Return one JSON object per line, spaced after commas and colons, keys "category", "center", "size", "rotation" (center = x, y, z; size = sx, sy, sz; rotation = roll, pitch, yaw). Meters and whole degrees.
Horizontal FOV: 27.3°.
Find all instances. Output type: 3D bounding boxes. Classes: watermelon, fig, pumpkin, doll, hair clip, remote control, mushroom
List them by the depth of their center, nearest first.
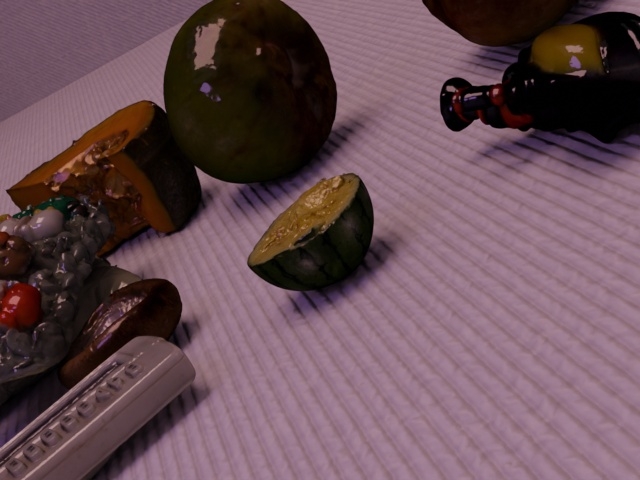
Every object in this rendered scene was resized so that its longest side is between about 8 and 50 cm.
{"category": "remote control", "center": [-0.187, 0.154, 0.919], "size": [0.230, 0.049, 0.090], "rotation": [-41, 17, -20]}
{"category": "doll", "center": [0.172, -0.113, 0.923], "size": [0.127, 0.088, 0.249], "rotation": [-38, 13, -12]}
{"category": "watermelon", "center": [0.000, 0.000, 0.973], "size": [0.105, 0.062, 0.105], "rotation": [-38, 18, 14]}
{"category": "mushroom", "center": [-0.163, 0.080, 1.078], "size": [0.123, 0.052, 0.123], "rotation": [-38, 13, 11]}
{"category": "hair clip", "center": [-0.270, 0.024, 1.173], "size": [0.138, 0.091, 0.321], "rotation": [-19, 23, 7]}
{"category": "fig", "center": [0.218, -0.273, 1.250], "size": [0.290, 0.190, 0.191], "rotation": [-1, -1, -30]}
{"category": "fig", "center": [-0.075, -0.143, 1.315], "size": [0.181, 0.181, 0.191], "rotation": [-47, -3, -37]}
{"category": "pumpkin", "center": [-0.228, -0.062, 1.471], "size": [0.248, 0.131, 0.126], "rotation": [-13, 34, 39]}

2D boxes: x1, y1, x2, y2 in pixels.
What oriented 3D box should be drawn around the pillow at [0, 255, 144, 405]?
{"category": "pillow", "center": [-0.318, 0.094, 1.289], "size": [0.274, 0.076, 0.281], "rotation": [-37, 18, -13]}
